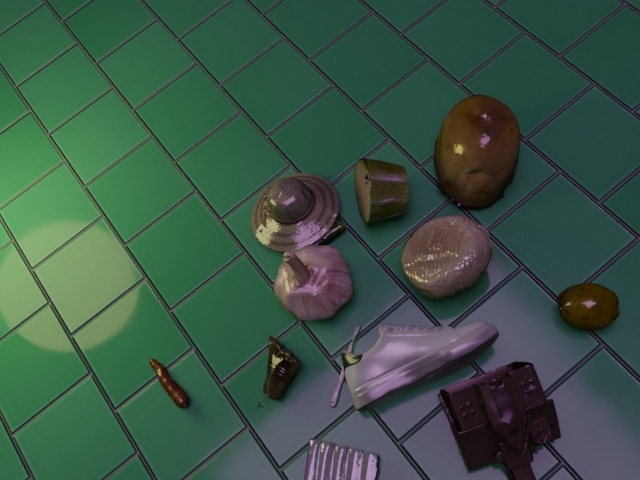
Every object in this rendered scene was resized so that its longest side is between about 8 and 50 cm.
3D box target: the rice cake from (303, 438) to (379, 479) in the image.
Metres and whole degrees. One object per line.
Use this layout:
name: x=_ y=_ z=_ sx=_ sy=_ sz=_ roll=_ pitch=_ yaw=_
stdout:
rice cake: x=0.041 y=0.553 z=1.445 sx=0.189 sy=0.037 sz=0.198 roll=11 pitch=70 yaw=15

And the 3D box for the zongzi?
zongzi: x=-0.124 y=0.322 z=1.584 sx=0.130 sy=0.062 sz=0.154 roll=32 pitch=92 yaw=43

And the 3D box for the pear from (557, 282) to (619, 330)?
pear: x=0.600 y=0.149 z=1.470 sx=0.131 sy=0.107 sz=0.107 roll=-9 pitch=65 yaw=18

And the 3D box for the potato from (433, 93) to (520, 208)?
potato: x=0.394 y=-0.241 z=1.621 sx=0.242 sy=0.242 sz=0.285 roll=15 pitch=68 yaw=17

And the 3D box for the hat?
hat: x=-0.081 y=-0.101 z=1.691 sx=0.252 sy=0.110 sz=0.252 roll=-8 pitch=57 yaw=13

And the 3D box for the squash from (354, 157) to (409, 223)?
squash: x=0.154 y=-0.126 z=1.652 sx=0.122 sy=0.170 sz=0.170 roll=-3 pitch=66 yaw=-2

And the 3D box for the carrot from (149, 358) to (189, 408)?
carrot: x=-0.377 y=0.352 z=1.621 sx=0.035 sy=0.036 sz=0.165 roll=-44 pitch=63 yaw=-8

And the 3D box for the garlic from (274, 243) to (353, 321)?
garlic: x=-0.027 y=0.078 z=1.562 sx=0.199 sy=0.226 sz=0.199 roll=-7 pitch=62 yaw=13

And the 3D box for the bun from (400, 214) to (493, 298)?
bun: x=0.307 y=0.042 z=1.556 sx=0.220 sy=0.134 sz=0.220 roll=-22 pitch=41 yaw=21

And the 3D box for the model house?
model house: x=0.391 y=0.401 z=1.366 sx=0.211 sy=0.204 sz=0.243 roll=-21 pitch=81 yaw=2

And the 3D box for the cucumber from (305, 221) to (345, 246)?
cucumber: x=0.000 y=0.000 z=1.692 sx=0.155 sy=0.037 sz=0.037 roll=-35 pitch=65 yaw=-4

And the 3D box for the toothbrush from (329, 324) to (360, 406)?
toothbrush: x=0.059 y=0.296 z=1.560 sx=0.017 sy=0.022 sz=0.204 roll=11 pitch=70 yaw=26

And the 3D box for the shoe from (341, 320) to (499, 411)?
shoe: x=0.214 y=0.243 z=1.494 sx=0.363 sy=0.132 sz=0.160 roll=-28 pitch=65 yaw=7
